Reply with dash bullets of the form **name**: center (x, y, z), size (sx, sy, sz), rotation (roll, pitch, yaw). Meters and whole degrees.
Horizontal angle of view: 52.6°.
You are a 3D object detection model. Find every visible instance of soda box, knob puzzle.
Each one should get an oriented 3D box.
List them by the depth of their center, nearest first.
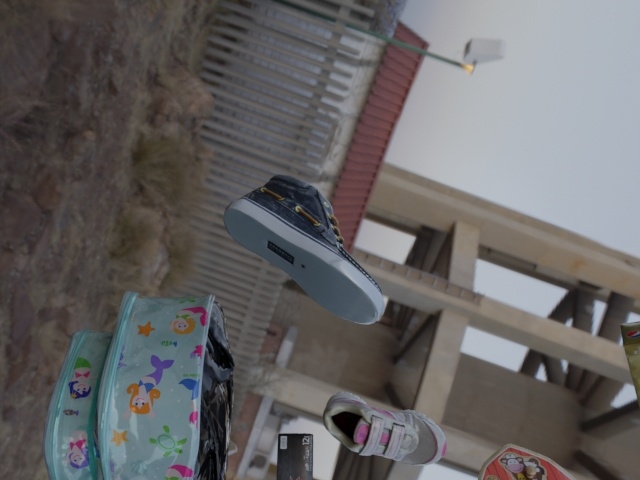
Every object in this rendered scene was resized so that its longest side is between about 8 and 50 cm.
- **soda box**: center (0.422, 0.190, 0.800), size (0.061, 0.058, 0.181), rotation (-45, 119, -62)
- **soda box**: center (-0.038, 0.368, 0.938), size (0.060, 0.053, 0.169), rotation (101, -9, -69)
- **knob puzzle**: center (0.363, 0.429, 1.129), size (0.213, 0.213, 0.030), rotation (-73, 166, -56)

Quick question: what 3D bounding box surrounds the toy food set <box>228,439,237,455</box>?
- **toy food set**: center (-0.277, 0.279, 1.322), size (0.092, 0.306, 0.219), rotation (-32, -157, -23)

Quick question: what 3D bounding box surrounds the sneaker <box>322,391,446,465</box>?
- **sneaker**: center (0.110, 0.367, 1.226), size (0.111, 0.252, 0.103), rotation (6, 93, -69)

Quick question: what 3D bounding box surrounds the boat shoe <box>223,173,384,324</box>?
- **boat shoe**: center (0.000, 0.000, 0.630), size (0.083, 0.183, 0.065), rotation (-43, 162, -38)

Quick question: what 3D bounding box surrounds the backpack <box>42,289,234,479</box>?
- **backpack**: center (-0.178, 0.179, 0.685), size (0.225, 0.191, 0.254), rotation (-92, -167, -50)
